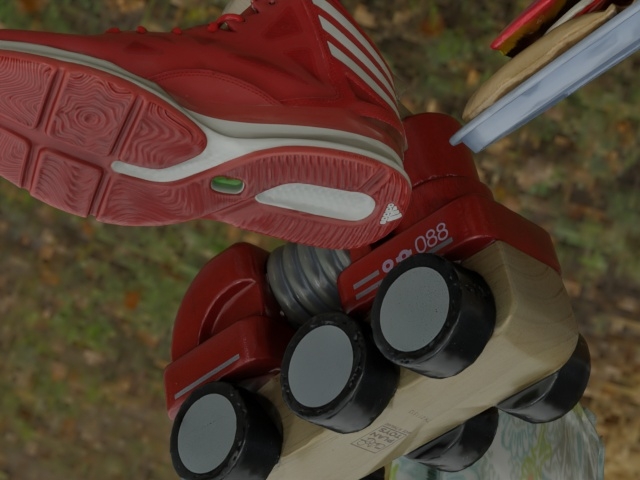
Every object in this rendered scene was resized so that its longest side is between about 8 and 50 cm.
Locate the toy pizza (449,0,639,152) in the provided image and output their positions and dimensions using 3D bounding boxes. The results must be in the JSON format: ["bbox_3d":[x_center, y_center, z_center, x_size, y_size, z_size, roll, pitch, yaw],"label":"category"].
[{"bbox_3d":[0.120,-0.093,0.555,0.032,0.201,0.201,57,153,2],"label":"toy pizza"}]

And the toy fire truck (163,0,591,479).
[{"bbox_3d":[0.000,0.000,0.951,0.217,0.246,0.158,-33,141,29],"label":"toy fire truck"}]

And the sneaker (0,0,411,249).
[{"bbox_3d":[-0.065,-0.075,0.836,0.221,0.128,0.087,17,133,-16],"label":"sneaker"}]

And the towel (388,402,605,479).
[{"bbox_3d":[0.138,0.235,1.406,0.090,0.374,0.320,-7,143,24],"label":"towel"}]
